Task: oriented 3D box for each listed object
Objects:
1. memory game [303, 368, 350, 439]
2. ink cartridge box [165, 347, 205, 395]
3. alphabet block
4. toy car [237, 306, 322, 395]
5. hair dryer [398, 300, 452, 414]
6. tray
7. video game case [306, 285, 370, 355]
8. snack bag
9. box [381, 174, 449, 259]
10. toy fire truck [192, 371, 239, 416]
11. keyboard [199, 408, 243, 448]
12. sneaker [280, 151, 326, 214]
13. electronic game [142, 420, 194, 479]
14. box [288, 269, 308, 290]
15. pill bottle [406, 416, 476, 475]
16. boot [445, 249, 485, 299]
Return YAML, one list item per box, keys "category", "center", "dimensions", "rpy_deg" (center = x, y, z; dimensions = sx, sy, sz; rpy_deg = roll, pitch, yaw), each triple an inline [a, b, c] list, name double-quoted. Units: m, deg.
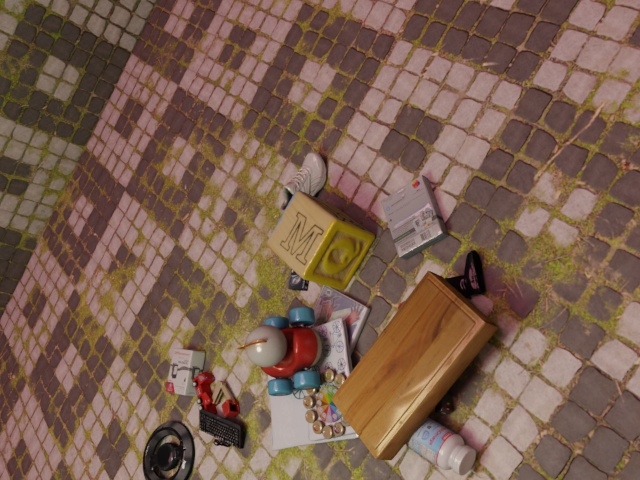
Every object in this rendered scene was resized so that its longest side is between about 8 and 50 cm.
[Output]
- category: "memory game"
  center: [0.021, 0.439, 1.781]
  dimensions: [0.186, 0.012, 0.186]
  rpy_deg: [-10, 75, 41]
- category: "ink cartridge box"
  center: [-0.456, 0.443, 2.238]
  dimensions: [0.109, 0.063, 0.151]
  rpy_deg: [-2, 75, 41]
- category: "alphabet block"
  center: [0.000, 0.000, 1.894]
  dimensions: [0.197, 0.192, 0.194]
  rpy_deg: [39, 105, 43]
- category: "toy car"
  center: [-0.140, 0.295, 1.799]
  dimensions: [0.210, 0.237, 0.219]
  rpy_deg: [-24, 61, 40]
- category: "hair dryer"
  center: [0.225, 0.295, 1.669]
  dimensions: [0.223, 0.080, 0.294]
  rpy_deg: [-10, 69, 40]
- category: "tray"
  center: [0.211, 0.296, 1.572]
  dimensions: [0.411, 0.076, 0.203]
  rpy_deg: [-54, 47, 11]
- category: "video game case"
  center: [0.036, 0.250, 1.891]
  dimensions: [0.183, 0.023, 0.201]
  rpy_deg: [25, 93, 43]
- category: "snack bag"
  center: [-0.040, 0.413, 1.876]
  dimensions: [0.342, 0.037, 0.323]
  rpy_deg: [-22, 66, 38]
- category: "box"
  center: [0.252, -0.062, 1.792]
  dimensions: [0.145, 0.038, 0.186]
  rpy_deg: [-33, 58, 29]
- category: "toy fire truck"
  center: [-0.338, 0.496, 2.126]
  dimensions: [0.135, 0.047, 0.192]
  rpy_deg: [-40, 52, 25]
- category: "keyboard"
  center: [-0.312, 0.599, 2.057]
  dimensions: [0.180, 0.023, 0.108]
  rpy_deg: [11, 111, 36]
- category: "sneaker"
  center: [-0.059, -0.171, 2.050]
  dimensions: [0.090, 0.115, 0.232]
  rpy_deg: [11, 84, 43]
- category: "electronic game"
  center: [-0.508, 0.720, 2.203]
  dimensions: [0.229, 0.048, 0.229]
  rpy_deg: [-14, 64, 30]
- category: "box"
  center: [-0.063, 0.111, 2.028]
  dimensions: [0.067, 0.018, 0.083]
  rpy_deg: [1, 77, 41]
- category: "pill bottle"
  center: [0.280, 0.481, 1.553]
  dimensions: [0.160, 0.087, 0.087]
  rpy_deg: [22, 91, 43]
- category: "boot"
  center: [0.354, 0.093, 1.648]
  dimensions: [0.099, 0.045, 0.121]
  rpy_deg: [-22, 63, 39]
